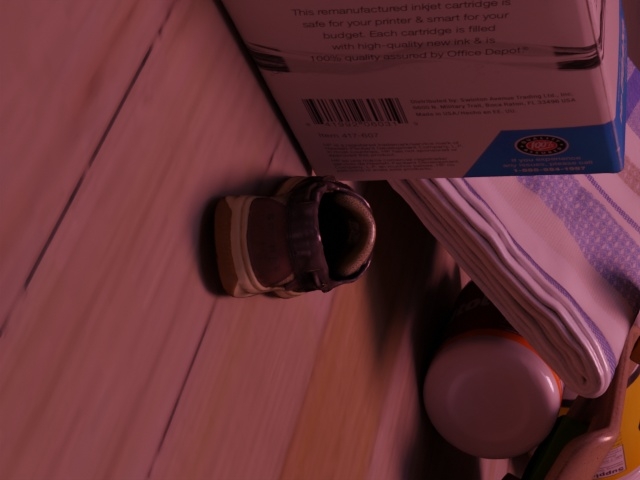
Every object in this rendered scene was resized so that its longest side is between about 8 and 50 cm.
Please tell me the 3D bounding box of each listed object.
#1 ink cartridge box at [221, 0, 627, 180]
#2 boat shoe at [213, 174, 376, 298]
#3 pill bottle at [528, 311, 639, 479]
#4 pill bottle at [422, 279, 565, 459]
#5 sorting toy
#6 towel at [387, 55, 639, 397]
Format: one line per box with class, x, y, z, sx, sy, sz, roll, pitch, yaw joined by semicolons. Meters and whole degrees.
ink cartridge box;0.045;-0.110;0.621;0.203;0.148;0.086;61;33;-57
boat shoe;0.000;0.000;0.636;0.152;0.049;0.056;-24;112;-72
pill bottle;0.218;0.129;1.223;0.208;0.119;0.119;69;26;-49
pill bottle;0.122;0.069;0.967;0.152;0.086;0.086;-57;142;-61
sorting toy;0.159;0.128;0.959;0.307;0.041;0.229;-63;170;21
towel;0.139;-0.059;0.889;0.209;0.034;0.285;49;39;-9
